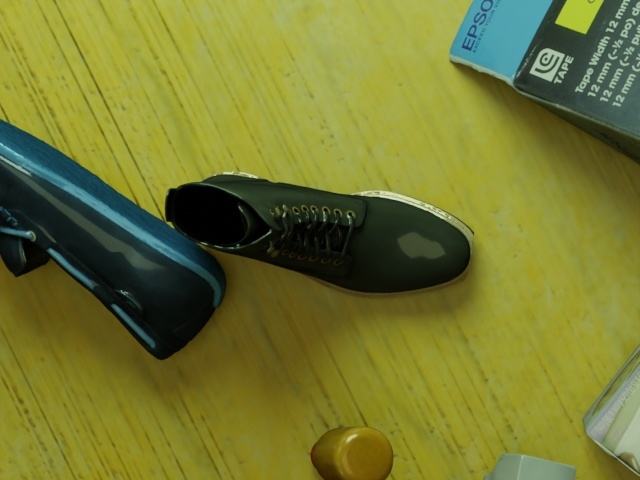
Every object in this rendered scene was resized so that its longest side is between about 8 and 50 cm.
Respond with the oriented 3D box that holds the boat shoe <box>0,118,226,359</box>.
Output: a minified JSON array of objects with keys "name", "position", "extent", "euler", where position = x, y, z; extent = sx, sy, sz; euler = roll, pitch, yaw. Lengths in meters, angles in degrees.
[{"name":"boat shoe","position":[-0.190,-0.009,0.863],"extent":[0.258,0.109,0.089],"euler":[34,99,7]}]

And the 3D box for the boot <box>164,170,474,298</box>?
[{"name":"boot","position":[0.000,0.000,0.822],"extent":[0.198,0.137,0.077],"euler":[7,93,6]}]

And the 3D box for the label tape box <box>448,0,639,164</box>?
[{"name":"label tape box","position":[0.276,-0.154,0.775],"extent":[0.347,0.115,0.249],"euler":[32,96,45]}]

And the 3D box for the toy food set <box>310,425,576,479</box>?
[{"name":"toy food set","position":[0.102,0.197,0.853],"extent":[0.232,0.104,0.111],"euler":[14,79,-11]}]

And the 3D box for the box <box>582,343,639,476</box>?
[{"name":"box","position":[0.292,0.016,0.823],"extent":[0.063,0.067,0.324],"euler":[37,96,5]}]
